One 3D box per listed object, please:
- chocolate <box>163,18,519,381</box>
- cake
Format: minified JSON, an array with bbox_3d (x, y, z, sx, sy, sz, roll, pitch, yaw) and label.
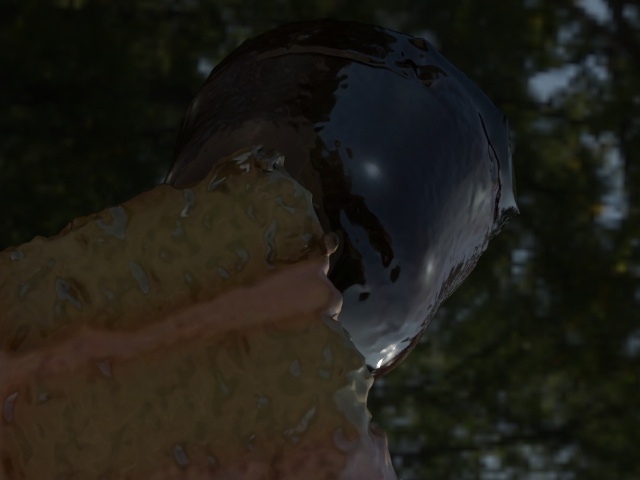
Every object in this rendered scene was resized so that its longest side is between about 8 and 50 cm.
[{"bbox_3d":[0.000,0.000,2.038,0.331,0.383,0.384,-73,-174,-46],"label":"chocolate"},{"bbox_3d":[-0.110,0.139,1.405,0.314,0.293,0.307,116,-46,-79],"label":"cake"}]
